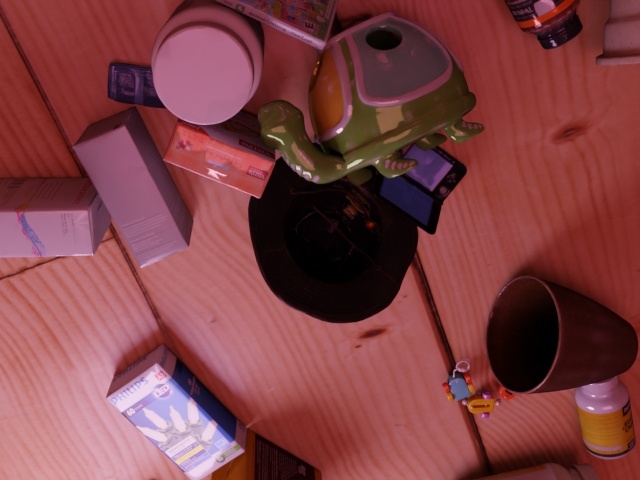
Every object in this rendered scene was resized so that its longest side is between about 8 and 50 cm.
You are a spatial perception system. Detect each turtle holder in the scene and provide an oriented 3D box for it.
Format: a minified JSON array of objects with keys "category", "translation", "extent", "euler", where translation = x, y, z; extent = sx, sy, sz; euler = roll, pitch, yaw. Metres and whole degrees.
[{"category":"turtle holder","translation":[0.072,-0.213,1.267],"extent":[0.320,0.243,0.227],"euler":[-24,98,9]}]

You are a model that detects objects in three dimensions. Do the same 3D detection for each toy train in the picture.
[{"category":"toy train","translation":[0.321,0.284,1.605],"extent":[0.166,0.046,0.125],"euler":[24,109,-16]}]

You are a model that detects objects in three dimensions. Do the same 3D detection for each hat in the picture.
[{"category":"hat","translation":[0.000,0.000,1.379],"extent":[0.331,0.331,0.134],"euler":[29,148,-15]}]

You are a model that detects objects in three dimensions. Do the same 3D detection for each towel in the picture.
[{"category":"towel","translation":[-0.292,-0.255,1.337],"extent":[0.119,0.029,0.067],"euler":[7,114,-7]}]

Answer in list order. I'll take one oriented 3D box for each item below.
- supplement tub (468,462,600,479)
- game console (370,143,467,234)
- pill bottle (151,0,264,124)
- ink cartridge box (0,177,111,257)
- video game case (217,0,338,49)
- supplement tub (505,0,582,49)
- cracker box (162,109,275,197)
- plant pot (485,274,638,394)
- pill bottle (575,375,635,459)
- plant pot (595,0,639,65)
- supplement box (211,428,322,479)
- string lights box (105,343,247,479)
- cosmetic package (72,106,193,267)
[{"category":"supplement tub","translation":[0.420,0.584,1.641],"extent":[0.316,0.228,0.228],"euler":[-13,114,3]},{"category":"game console","translation":[0.174,-0.105,1.401],"extent":[0.144,0.085,0.124],"euler":[33,108,-17]},{"category":"pill bottle","translation":[-0.164,-0.274,1.198],"extent":[0.160,0.283,0.160],"euler":[-1,114,-2]},{"category":"ink cartridge box","translation":[-0.473,-0.041,1.352],"extent":[0.212,0.154,0.093],"euler":[-3,114,-3]},{"category":"video game case","translation":[-0.060,-0.399,1.202],"extent":[0.193,0.212,0.023],"euler":[23,145,-12]},{"category":"supplement tub","translation":[0.340,-0.402,1.269],"extent":[0.106,0.106,0.198],"euler":[-32,111,10]},{"category":"cracker box","translation":[-0.153,-0.160,1.277],"extent":[0.156,0.232,0.067],"euler":[21,111,-13]},{"category":"plant pot","translation":[0.466,0.187,1.498],"extent":[0.230,0.215,0.215],"euler":[10,113,-22]},{"category":"pill bottle","translation":[0.567,0.337,1.609],"extent":[0.103,0.103,0.184],"euler":[-16,114,4]},{"category":"plant pot","translation":[0.562,-0.438,1.178],"extent":[0.334,0.334,0.305],"euler":[-11,102,1]},{"category":"supplement box","translation":[-0.106,0.519,1.601],"extent":[0.194,0.191,0.129],"euler":[34,108,-17]},{"category":"string lights box","translation":[-0.277,0.339,1.574],"extent":[0.133,0.076,0.259],"euler":[-35,111,13]},{"category":"cosmetic package","translation":[-0.309,-0.091,1.357],"extent":[0.107,0.127,0.238],"euler":[-24,111,6]}]
